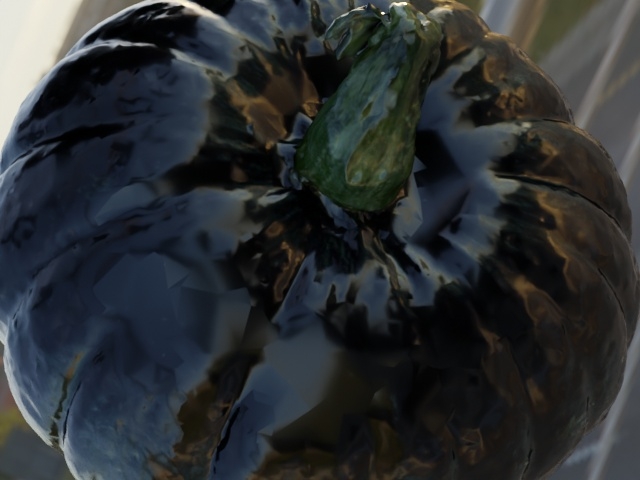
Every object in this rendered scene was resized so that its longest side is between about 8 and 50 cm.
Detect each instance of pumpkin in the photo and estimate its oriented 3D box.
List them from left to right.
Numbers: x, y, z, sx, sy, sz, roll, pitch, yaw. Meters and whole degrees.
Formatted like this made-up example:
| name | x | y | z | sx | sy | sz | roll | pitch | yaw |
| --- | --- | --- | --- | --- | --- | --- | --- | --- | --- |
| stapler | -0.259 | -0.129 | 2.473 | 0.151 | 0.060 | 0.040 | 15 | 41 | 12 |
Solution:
| name | x | y | z | sx | sy | sz | roll | pitch | yaw |
| --- | --- | --- | --- | --- | --- | --- | --- | --- | --- |
| pumpkin | -0.003 | 0.007 | 0.538 | 0.150 | 0.194 | 0.194 | 53 | -119 | -81 |
